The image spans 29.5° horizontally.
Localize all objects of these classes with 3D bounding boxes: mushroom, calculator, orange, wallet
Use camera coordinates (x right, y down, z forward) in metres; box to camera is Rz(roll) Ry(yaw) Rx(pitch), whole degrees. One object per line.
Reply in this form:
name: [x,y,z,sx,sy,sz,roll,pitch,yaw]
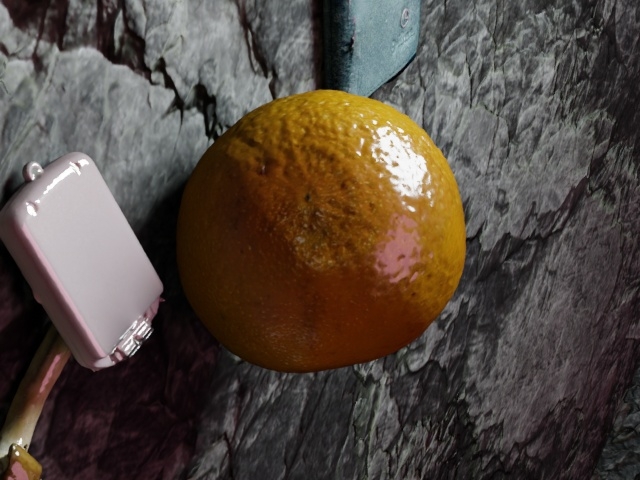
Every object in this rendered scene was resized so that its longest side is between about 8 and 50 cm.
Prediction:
mushroom: [-0.220,0.121,0.926,0.061,0.060,0.187,42,57,-44]
calculator: [-0.178,0.015,0.920,0.100,0.032,0.175,-52,127,-43]
orange: [0.000,0.000,1.065,0.264,0.264,0.264,-37,135,-49]
wallet: [0.056,-0.329,1.209,0.191,0.046,0.379,-41,138,-45]
